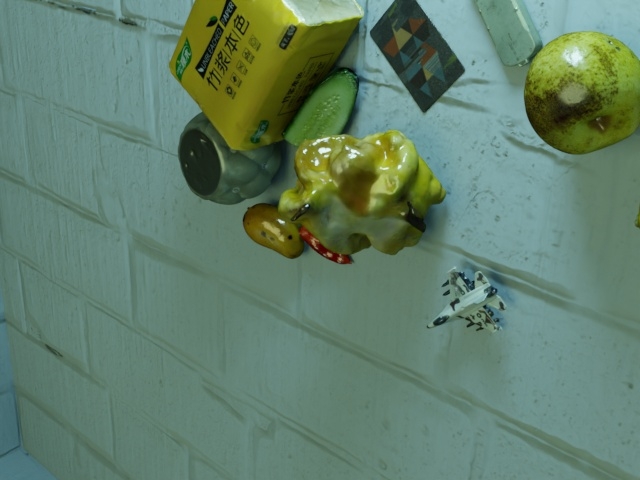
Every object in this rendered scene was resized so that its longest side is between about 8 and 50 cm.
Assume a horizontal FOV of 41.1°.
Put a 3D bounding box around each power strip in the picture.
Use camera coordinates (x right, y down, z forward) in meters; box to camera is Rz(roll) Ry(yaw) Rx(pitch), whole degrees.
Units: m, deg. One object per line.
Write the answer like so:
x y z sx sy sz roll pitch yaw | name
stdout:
0.323 -0.417 1.525 0.080 0.029 0.227 -27 87 50 | power strip

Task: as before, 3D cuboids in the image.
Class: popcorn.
0.089 -0.110 1.742 0.316 0.281 0.297 26 129 -13 | popcorn

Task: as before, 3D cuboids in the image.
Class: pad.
0.188 -0.378 1.698 0.211 0.003 0.143 57 137 13 | pad

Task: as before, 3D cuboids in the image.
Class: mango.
-0.113 -0.028 2.089 0.178 0.090 0.115 29 135 31 | mango

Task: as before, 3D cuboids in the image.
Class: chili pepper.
-0.001 0.001 2.012 0.191 0.050 0.059 38 114 20 | chili pepper

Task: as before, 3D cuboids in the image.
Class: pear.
0.423 -0.246 1.378 0.197 0.197 0.197 20 119 40 | pear

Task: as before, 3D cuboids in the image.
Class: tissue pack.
-0.130 -0.430 1.840 0.293 0.228 0.382 51 136 15 | tissue pack

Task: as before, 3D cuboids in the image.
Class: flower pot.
-0.214 -0.206 2.041 0.246 0.195 0.246 21 120 41 | flower pot

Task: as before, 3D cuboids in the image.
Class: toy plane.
0.296 0.132 1.751 0.160 0.082 0.234 53 151 2 | toy plane

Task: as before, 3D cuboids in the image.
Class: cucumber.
0.014 -0.287 1.866 0.115 0.063 0.244 28 133 -13 | cucumber

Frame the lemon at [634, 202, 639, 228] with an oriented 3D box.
0.589 -0.038 1.282 0.231 0.192 0.192 -9 99 44 | lemon
